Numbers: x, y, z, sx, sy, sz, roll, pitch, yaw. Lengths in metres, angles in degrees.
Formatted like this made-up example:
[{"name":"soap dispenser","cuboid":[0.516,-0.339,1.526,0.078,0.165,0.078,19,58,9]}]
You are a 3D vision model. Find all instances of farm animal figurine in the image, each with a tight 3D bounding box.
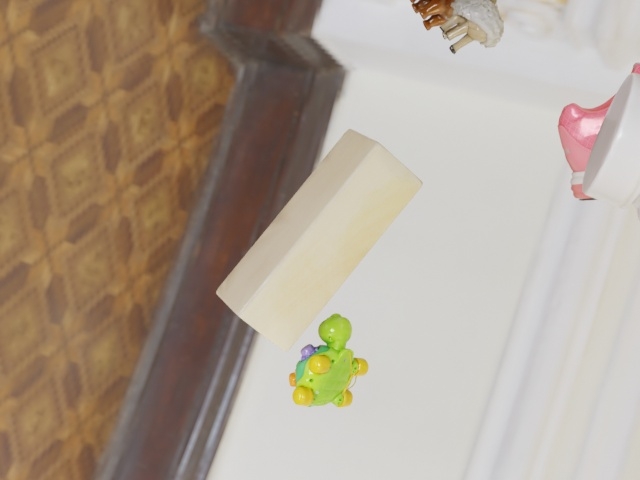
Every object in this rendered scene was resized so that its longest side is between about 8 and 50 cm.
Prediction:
[{"name":"farm animal figurine","cuboid":[0.192,-0.495,2.175,0.330,0.172,0.326,59,3,-28]}]

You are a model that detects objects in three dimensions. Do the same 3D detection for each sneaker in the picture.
[{"name":"sneaker","cuboid":[0.425,-0.158,1.588,0.116,0.314,0.136,-42,109,-85]}]

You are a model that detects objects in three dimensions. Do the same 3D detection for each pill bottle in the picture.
[{"name":"pill bottle","cuboid":[0.428,-0.061,1.406,0.161,0.283,0.161,21,90,-89]}]

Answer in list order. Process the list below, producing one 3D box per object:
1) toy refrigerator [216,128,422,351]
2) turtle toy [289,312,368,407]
[{"name":"toy refrigerator","cuboid":[0.000,0.000,1.689,0.094,0.102,0.269,40,87,-25]},{"name":"turtle toy","cuboid":[0.008,0.158,1.753,0.095,0.066,0.130,10,112,-43]}]
